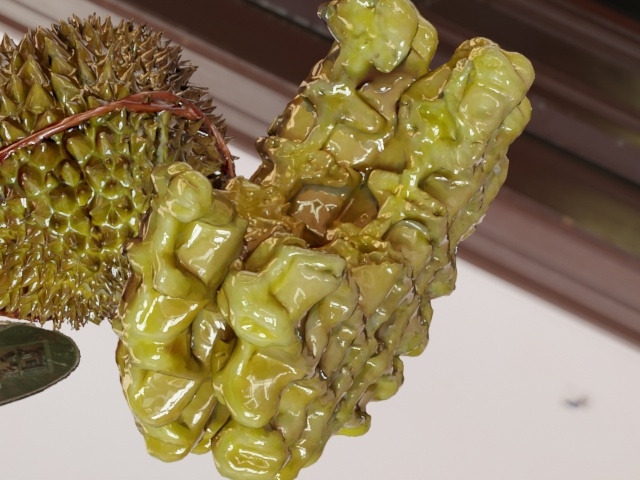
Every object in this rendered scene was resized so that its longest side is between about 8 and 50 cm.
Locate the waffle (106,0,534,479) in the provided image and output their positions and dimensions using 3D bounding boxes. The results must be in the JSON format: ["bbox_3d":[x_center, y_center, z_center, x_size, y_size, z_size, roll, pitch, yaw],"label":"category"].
[{"bbox_3d":[0.000,0.000,1.040,0.324,0.151,0.261,-44,157,-38],"label":"waffle"}]

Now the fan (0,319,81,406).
[{"bbox_3d":[-0.313,0.100,1.488,0.294,0.223,0.012,-55,140,-62],"label":"fan"}]

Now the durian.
[{"bbox_3d":[-0.254,-0.074,1.739,0.347,0.348,0.384,-66,-160,13],"label":"durian"}]
